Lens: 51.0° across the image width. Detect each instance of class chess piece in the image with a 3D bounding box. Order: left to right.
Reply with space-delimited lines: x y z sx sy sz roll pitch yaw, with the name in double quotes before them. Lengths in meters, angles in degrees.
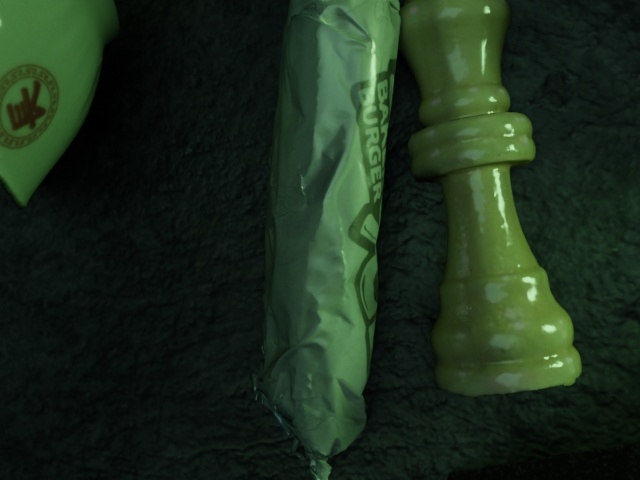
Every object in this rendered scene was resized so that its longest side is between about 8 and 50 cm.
"chess piece" 0.122 -0.079 0.558 0.117 0.117 0.397 -10 87 10

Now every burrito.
"burrito" 0.000 0.000 0.569 0.101 0.139 0.445 1 99 -19

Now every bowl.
"bowl" -0.272 -0.206 0.556 0.157 0.337 0.337 -31 85 -18

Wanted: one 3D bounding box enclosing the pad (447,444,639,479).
"pad" 0.245 0.256 0.476 0.330 0.004 0.220 -28 69 44
